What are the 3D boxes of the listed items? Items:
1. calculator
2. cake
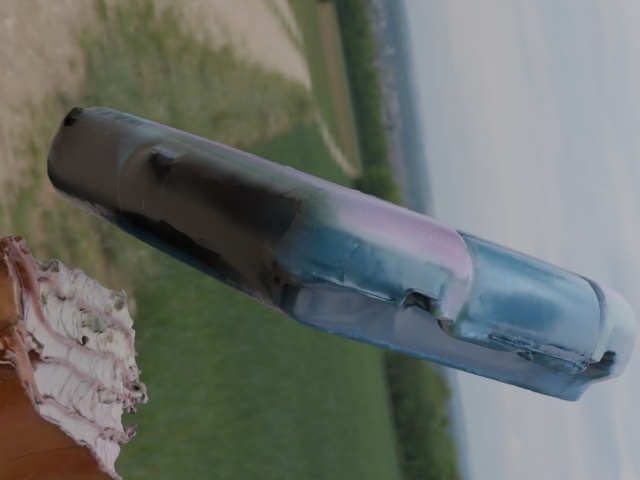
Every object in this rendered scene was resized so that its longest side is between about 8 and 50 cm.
[{"bbox_3d":[0.000,0.000,0.632,0.293,0.173,0.051,23,-85,55],"label":"calculator"},{"bbox_3d":[-0.160,0.068,0.752,0.287,0.135,0.098,46,29,-68],"label":"cake"}]
